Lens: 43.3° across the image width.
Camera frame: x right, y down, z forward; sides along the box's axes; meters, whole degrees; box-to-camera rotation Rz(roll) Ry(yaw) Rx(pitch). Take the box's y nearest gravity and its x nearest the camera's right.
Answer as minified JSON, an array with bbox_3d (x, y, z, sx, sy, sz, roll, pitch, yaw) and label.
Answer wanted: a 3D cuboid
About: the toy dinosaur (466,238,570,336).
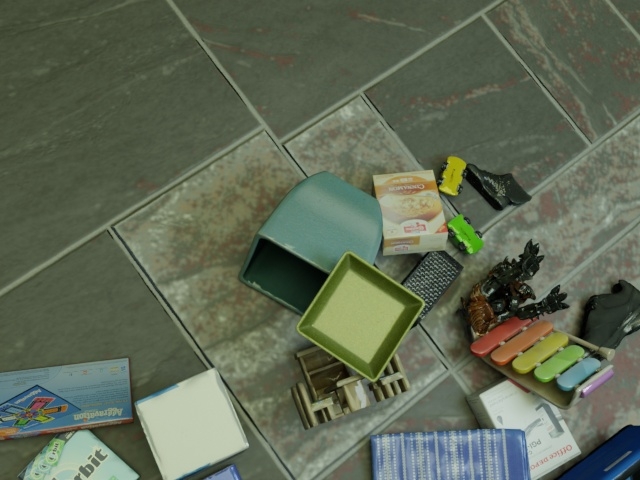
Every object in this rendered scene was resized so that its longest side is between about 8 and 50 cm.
[{"bbox_3d":[0.410,0.129,1.781,0.164,0.218,0.322,46,40,-24],"label":"toy dinosaur"}]

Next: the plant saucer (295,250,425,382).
[{"bbox_3d":[0.076,0.146,1.571,0.188,0.045,0.188,34,84,-1],"label":"plant saucer"}]

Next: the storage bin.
[{"bbox_3d":[0.229,0.109,1.828,0.084,0.122,0.180,40,71,3],"label":"storage bin"}]

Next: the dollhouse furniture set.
[{"bbox_3d":[0.037,0.281,1.681,0.212,0.242,0.161,-18,78,-15],"label":"dollhouse furniture set"}]

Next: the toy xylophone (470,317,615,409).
[{"bbox_3d":[0.494,0.243,1.769,0.236,0.081,0.322,-33,39,-33],"label":"toy xylophone"}]

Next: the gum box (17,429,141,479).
[{"bbox_3d":[-0.486,0.478,1.635,0.184,0.041,0.157,41,72,4],"label":"gum box"}]

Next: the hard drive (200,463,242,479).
[{"bbox_3d":[-0.205,0.649,1.637,0.210,0.040,0.319,-24,80,-15],"label":"hard drive"}]

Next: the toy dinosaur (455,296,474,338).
[{"bbox_3d":[0.357,0.183,1.876,0.082,0.047,0.090,32,59,-19],"label":"toy dinosaur"}]

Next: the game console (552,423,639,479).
[{"bbox_3d":[0.617,0.534,1.697,0.293,0.250,0.173,-30,87,-18],"label":"game console"}]

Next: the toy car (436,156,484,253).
[{"bbox_3d":[0.299,-0.058,1.927,0.239,0.053,0.225,-35,83,-17],"label":"toy car"}]

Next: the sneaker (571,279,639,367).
[{"bbox_3d":[0.660,0.201,1.903,0.286,0.109,0.130,-33,72,-24],"label":"sneaker"}]

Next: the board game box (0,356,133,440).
[{"bbox_3d":[-0.530,0.324,1.655,0.281,0.027,0.145,-5,52,-11],"label":"board game box"}]

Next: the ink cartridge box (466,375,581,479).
[{"bbox_3d":[0.450,0.412,1.798,0.158,0.092,0.218,-24,81,-15],"label":"ink cartridge box"}]

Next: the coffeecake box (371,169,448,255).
[{"bbox_3d":[0.198,-0.063,1.815,0.142,0.068,0.186,-5,53,-3],"label":"coffeecake box"}]

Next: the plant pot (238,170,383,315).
[{"bbox_3d":[0.000,0.000,1.767,0.247,0.248,0.252,29,60,-1],"label":"plant pot"}]

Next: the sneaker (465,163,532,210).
[{"bbox_3d":[0.434,-0.140,1.978,0.089,0.051,0.170,-41,89,-18],"label":"sneaker"}]

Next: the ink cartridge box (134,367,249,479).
[{"bbox_3d":[-0.256,0.376,1.606,0.171,0.233,0.168,-22,77,-15],"label":"ink cartridge box"}]

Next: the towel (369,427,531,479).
[{"bbox_3d":[0.279,0.528,1.709,0.335,0.040,0.243,-3,80,3],"label":"towel"}]
